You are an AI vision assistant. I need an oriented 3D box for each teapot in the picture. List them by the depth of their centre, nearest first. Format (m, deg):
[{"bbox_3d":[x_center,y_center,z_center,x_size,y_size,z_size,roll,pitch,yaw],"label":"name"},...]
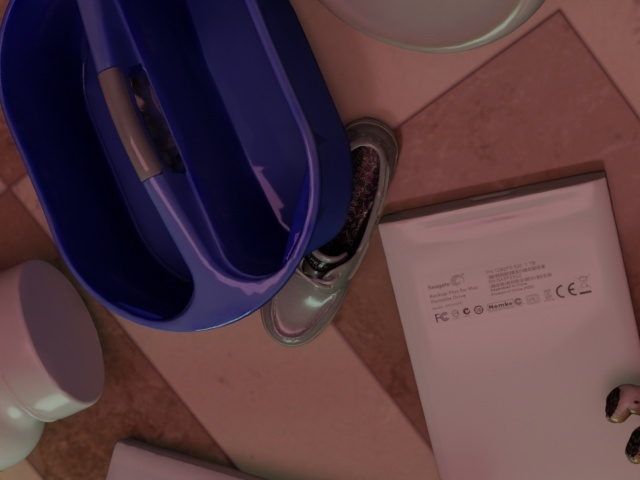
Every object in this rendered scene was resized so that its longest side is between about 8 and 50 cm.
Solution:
[{"bbox_3d":[0.092,-0.287,1.237,0.252,0.187,0.256,-14,124,40],"label":"teapot"}]

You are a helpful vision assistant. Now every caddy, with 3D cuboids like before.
[{"bbox_3d":[-0.121,-0.095,1.284,0.241,0.179,0.341,-25,86,20],"label":"caddy"}]

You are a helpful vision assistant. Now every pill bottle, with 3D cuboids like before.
[{"bbox_3d":[-0.374,0.143,1.428,0.334,0.188,0.188,-24,102,14],"label":"pill bottle"}]

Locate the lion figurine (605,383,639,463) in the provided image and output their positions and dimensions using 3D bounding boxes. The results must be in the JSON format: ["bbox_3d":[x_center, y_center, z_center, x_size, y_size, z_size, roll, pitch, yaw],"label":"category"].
[{"bbox_3d":[0.392,0.109,1.330,0.240,0.142,0.392,19,103,-12],"label":"lion figurine"}]

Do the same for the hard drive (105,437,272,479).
[{"bbox_3d":[-0.051,0.344,1.464,0.353,0.047,0.233,15,92,12],"label":"hard drive"}]

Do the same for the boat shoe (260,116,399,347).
[{"bbox_3d":[0.001,0.000,1.383,0.079,0.081,0.227,24,108,1],"label":"boat shoe"}]

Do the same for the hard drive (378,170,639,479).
[{"bbox_3d":[0.185,0.106,1.410,0.203,0.040,0.307,-11,105,12],"label":"hard drive"}]
